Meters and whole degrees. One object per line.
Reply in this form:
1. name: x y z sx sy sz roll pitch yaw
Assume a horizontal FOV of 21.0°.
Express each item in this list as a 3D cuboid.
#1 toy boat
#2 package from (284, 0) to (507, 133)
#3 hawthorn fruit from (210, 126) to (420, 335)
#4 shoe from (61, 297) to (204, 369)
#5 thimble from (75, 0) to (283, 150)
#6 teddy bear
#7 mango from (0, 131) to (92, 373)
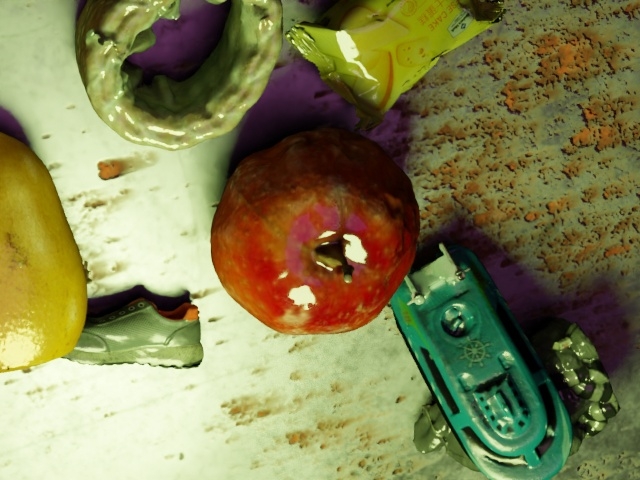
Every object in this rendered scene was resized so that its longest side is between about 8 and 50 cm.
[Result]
1. toy boat: 0.187 0.151 2.017 0.134 0.092 0.298 -30 81 4
2. package: 0.084 -0.239 1.926 0.226 0.090 0.168 -42 116 0
3. hawthorn fruit: 0.000 0.000 1.895 0.242 0.271 0.241 -1 106 -5
4. shoe: -0.226 0.102 1.986 0.194 0.074 0.077 6 96 -20
5. thimble: -0.149 -0.210 1.845 0.229 0.148 0.196 -28 115 -2
6. teddy bear: 0.258 0.226 2.121 0.251 0.144 0.171 -42 126 5
7. mango: -0.359 0.013 1.876 0.187 0.138 0.257 -11 99 8
